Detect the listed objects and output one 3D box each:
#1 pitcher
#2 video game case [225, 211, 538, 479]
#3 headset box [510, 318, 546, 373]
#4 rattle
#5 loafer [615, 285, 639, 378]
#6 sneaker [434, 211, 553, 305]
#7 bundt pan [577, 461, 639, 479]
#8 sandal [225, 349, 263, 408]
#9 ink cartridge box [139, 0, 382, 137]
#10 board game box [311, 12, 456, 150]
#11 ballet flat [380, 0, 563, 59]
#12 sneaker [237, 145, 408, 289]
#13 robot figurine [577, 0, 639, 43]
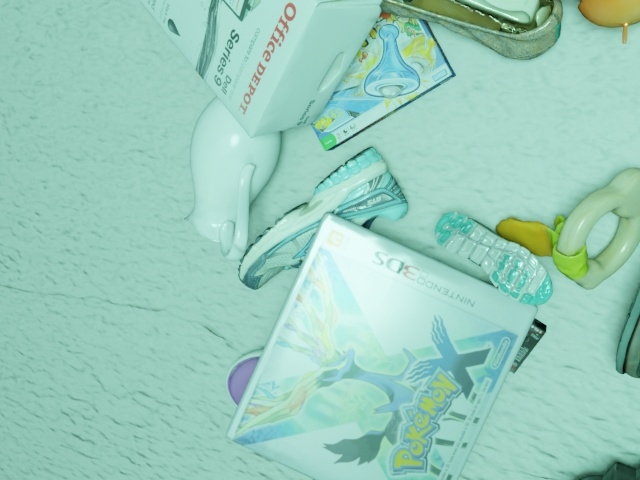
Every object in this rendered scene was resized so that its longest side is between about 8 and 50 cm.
[{"bbox_3d":[-0.121,-0.089,0.883,0.178,0.126,0.207,46,124,52],"label":"pitcher"},{"bbox_3d":[0.076,0.171,0.816,0.300,0.036,0.328,24,94,2],"label":"video game case"},{"bbox_3d":[0.256,0.134,0.848,0.062,0.032,0.083,35,110,12],"label":"headset box"},{"bbox_3d":[0.342,-0.049,0.776,0.130,0.143,0.199,30,97,-20],"label":"rattle"},{"bbox_3d":[0.416,0.053,0.715,0.084,0.096,0.267,24,117,35],"label":"loafer"},{"bbox_3d":[0.230,0.018,0.806,0.166,0.076,0.065,42,109,20],"label":"sneaker"},{"bbox_3d":[0.433,0.426,0.789,0.331,0.124,0.330,4,102,21],"label":"bundt pan"},{"bbox_3d":[0.024,0.304,0.939,0.416,0.102,0.169,30,110,14],"label":"sandal"},{"bbox_3d":[-0.090,-0.307,0.786,0.289,0.122,0.211,51,136,16],"label":"ink cartridge box"},{"bbox_3d":[0.061,-0.229,0.847,0.201,0.035,0.136,-29,89,24],"label":"board game box"},{"bbox_3d":[0.139,-0.310,0.733,0.316,0.106,0.107,21,96,5],"label":"ballet flat"},{"bbox_3d":[0.000,0.000,0.883,0.283,0.110,0.122,-40,88,24],"label":"sneaker"},{"bbox_3d":[0.318,-0.329,0.673,0.128,0.158,0.219,-27,90,46],"label":"robot figurine"}]
